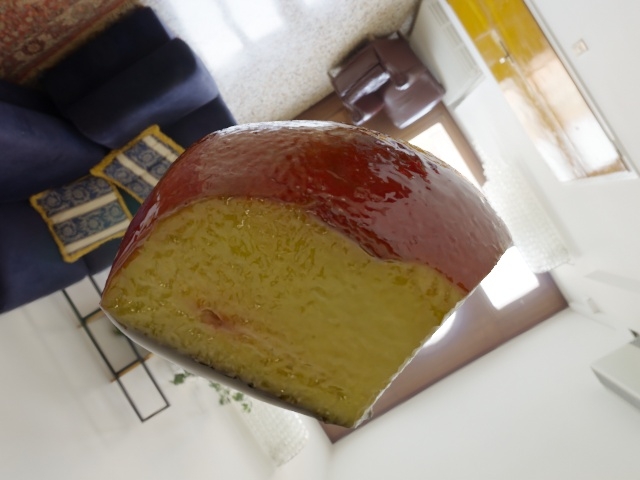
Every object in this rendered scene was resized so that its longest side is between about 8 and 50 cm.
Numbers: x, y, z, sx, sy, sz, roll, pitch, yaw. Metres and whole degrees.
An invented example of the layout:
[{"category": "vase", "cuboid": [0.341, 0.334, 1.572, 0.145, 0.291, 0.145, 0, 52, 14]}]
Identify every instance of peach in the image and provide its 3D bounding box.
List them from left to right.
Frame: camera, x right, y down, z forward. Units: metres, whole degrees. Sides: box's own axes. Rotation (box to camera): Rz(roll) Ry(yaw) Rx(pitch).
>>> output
[{"category": "peach", "cuboid": [0.000, 0.000, 0.474, 0.380, 0.306, 0.242, -19, 138, -57]}]
